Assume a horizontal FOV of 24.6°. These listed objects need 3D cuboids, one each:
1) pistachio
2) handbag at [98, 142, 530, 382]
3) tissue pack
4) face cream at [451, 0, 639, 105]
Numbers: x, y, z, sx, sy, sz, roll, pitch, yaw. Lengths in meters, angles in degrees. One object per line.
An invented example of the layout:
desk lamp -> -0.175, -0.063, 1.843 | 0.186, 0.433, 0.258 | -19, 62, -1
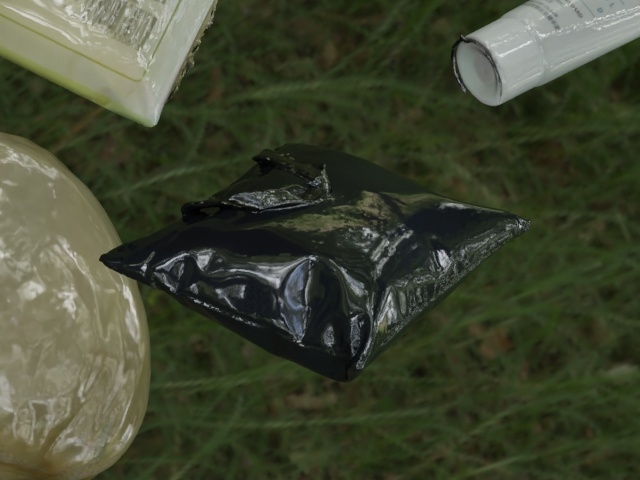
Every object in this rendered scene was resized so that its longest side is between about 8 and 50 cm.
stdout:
pistachio -> -0.356, 0.097, 1.698 | 0.365, 0.281, 0.446 | -43, 119, -51
handbag -> 0.000, 0.000, 1.020 | 0.254, 0.211, 0.089 | -35, 138, -51
tissue pack -> -0.175, -0.197, 0.957 | 0.234, 0.159, 0.125 | 25, 12, -10
face cream -> 0.210, -0.172, 1.103 | 0.243, 0.058, 0.092 | -29, 55, -22
